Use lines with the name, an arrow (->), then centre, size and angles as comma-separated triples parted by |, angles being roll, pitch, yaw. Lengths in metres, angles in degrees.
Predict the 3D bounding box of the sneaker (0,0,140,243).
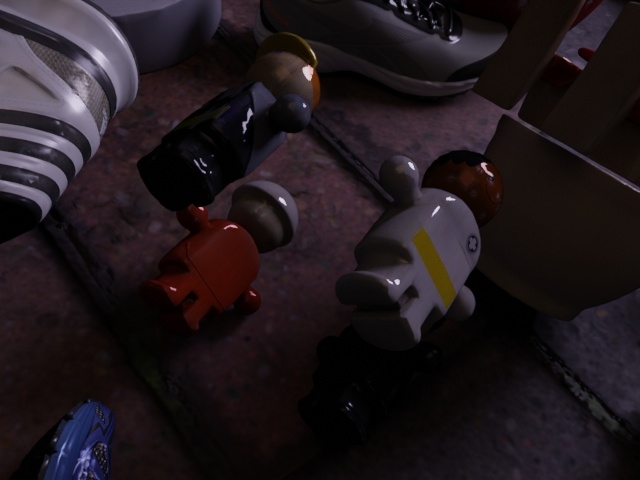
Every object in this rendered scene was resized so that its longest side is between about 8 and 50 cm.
sneaker -> -0.393, -0.118, 0.482 | 0.448, 0.169, 0.257 | 15, 53, 0

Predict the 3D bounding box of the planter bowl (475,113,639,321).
planter bowl -> 0.179, -0.009, 0.492 | 0.162, 0.109, 0.162 | 27, 18, -10

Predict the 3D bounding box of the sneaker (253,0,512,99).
sneaker -> 0.068, -0.217, 0.648 | 0.272, 0.108, 0.100 | 9, 52, -2

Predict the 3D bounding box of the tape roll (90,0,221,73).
tape roll -> -0.213, -0.270, 0.672 | 0.219, 0.072, 0.219 | 3, 54, -4

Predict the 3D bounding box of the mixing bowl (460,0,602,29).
mixing bowl -> 0.224, -0.280, 0.715 | 0.182, 0.098, 0.181 | 3, 55, -5

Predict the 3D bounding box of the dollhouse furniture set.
dollhouse furniture set -> 0.287, -0.079, 0.445 | 0.262, 0.135, 0.259 | 17, 21, -35

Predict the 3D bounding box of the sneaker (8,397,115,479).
sneaker -> -0.139, 0.191, 0.358 | 0.087, 0.083, 0.221 | 30, 35, -32

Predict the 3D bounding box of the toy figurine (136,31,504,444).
toy figurine -> 0.000, 0.000, 0.423 | 0.213, 0.209, 0.148 | 31, 51, 14
